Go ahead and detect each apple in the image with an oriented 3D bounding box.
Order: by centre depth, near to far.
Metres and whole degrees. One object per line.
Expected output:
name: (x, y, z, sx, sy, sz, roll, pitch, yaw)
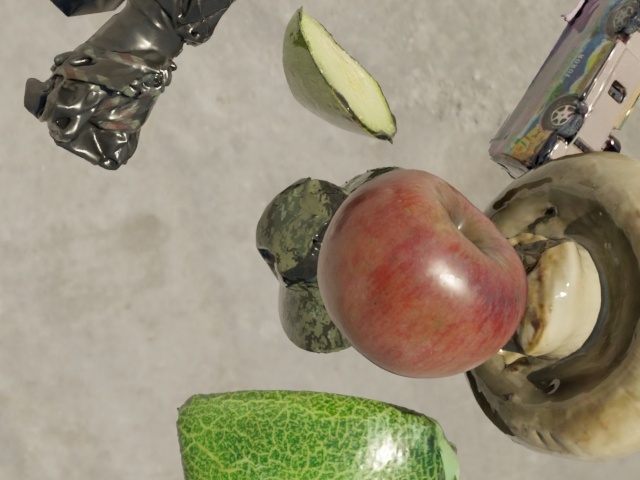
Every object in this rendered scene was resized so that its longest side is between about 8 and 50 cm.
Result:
apple: (0.068, 0.026, 0.840, 0.153, 0.153, 0.120, 27, 117, -32)

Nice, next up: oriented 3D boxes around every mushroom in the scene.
mushroom: (0.288, 0.071, 1.372, 0.295, 0.362, 0.362, 12, 130, -37)

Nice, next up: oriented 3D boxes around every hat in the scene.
hat: (0.000, 0.000, 1.392, 0.128, 0.265, 0.265, 29, 120, -37)

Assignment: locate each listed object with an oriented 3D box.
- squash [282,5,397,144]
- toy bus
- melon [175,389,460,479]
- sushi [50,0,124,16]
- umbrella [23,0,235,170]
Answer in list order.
squash: (0.012, -0.183, 1.540, 0.085, 0.184, 0.192, -36, 129, 21)
toy bus: (0.353, -0.209, 1.567, 0.112, 0.138, 0.317, 36, 85, -36)
melon: (0.009, 0.333, 1.681, 0.343, 0.331, 0.226, -18, 178, 26)
sushi: (-0.336, -0.454, 1.590, 0.227, 0.215, 0.212, -41, 169, 36)
umbrella: (-0.132, -0.189, 0.986, 0.110, 0.122, 0.272, 37, 98, -8)
